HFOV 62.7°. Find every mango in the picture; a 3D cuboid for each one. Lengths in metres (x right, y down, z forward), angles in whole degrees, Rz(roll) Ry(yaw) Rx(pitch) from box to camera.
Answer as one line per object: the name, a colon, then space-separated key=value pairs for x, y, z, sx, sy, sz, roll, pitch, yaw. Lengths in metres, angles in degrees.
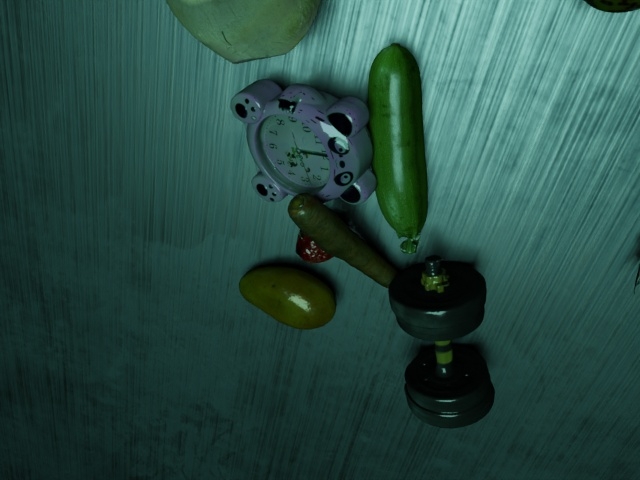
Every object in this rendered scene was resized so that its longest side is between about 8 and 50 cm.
mango: x=-0.074 y=0.118 z=1.132 sx=0.227 sy=0.099 sz=0.136 roll=16 pitch=127 yaw=16

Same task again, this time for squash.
squash: x=0.138 y=-0.148 z=0.929 sx=0.101 sy=0.101 sz=0.379 roll=-3 pitch=118 yaw=16

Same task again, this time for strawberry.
strawberry: x=0.000 y=0.000 z=1.046 sx=0.106 sy=0.106 sz=0.106 roll=6 pitch=119 yaw=12

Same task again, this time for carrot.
carrot: x=0.059 y=0.017 z=1.000 sx=0.070 sy=0.070 sz=0.342 roll=-29 pitch=134 yaw=26

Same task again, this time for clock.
clock: x=-0.026 y=-0.165 z=0.927 sx=0.247 sy=0.090 sz=0.228 roll=13 pitch=134 yaw=29

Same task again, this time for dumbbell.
dumbbell: x=0.242 y=0.203 z=1.039 sx=0.185 sy=0.185 sz=0.389 roll=-4 pitch=117 yaw=17

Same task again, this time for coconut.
coconut: x=-0.115 y=-0.392 z=0.808 sx=0.227 sy=0.230 sz=0.227 roll=-1 pitch=88 yaw=21

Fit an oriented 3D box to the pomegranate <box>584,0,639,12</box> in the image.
pomegranate: x=0.392 y=-0.396 z=0.706 sx=0.205 sy=0.159 sz=0.159 roll=31 pitch=125 yaw=31

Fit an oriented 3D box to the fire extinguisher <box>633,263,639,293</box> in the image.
fire extinguisher: x=0.665 y=0.005 z=0.874 sx=0.294 sy=0.093 sz=0.118 roll=-23 pitch=83 yaw=25
